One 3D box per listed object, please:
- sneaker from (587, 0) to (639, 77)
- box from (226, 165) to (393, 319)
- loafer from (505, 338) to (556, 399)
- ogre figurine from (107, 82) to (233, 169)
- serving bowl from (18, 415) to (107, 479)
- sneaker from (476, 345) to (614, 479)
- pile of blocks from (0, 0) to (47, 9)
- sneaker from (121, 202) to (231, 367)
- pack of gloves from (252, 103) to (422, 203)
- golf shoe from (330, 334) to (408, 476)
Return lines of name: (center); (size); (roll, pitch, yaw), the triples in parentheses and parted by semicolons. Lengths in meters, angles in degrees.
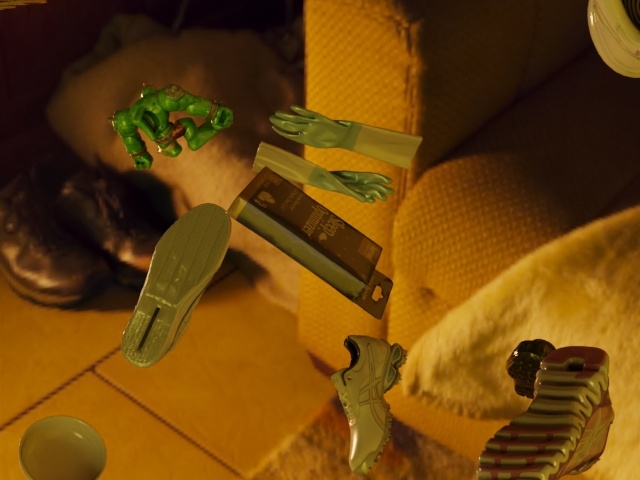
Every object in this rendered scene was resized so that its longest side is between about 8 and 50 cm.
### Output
sneaker: (0.277, -0.295, 0.918); (0.114, 0.305, 0.152); (-14, 8, 8)
box: (0.000, 0.000, 1.306); (0.225, 0.036, 0.136); (36, 22, -2)
loafer: (0.328, 0.185, 1.621); (0.076, 0.223, 0.078); (13, 72, 17)
ogre figurine: (-0.245, -0.185, 1.669); (0.197, 0.118, 0.097); (-4, 57, 38)
serving bowl: (-0.248, 0.209, 1.008); (0.083, 0.027, 0.083); (15, 44, -15)
sneaker: (0.256, 0.221, 1.139); (0.095, 0.105, 0.236); (0, 34, 42)
pile of blocks: (-0.368, -0.306, 1.123); (0.362, 0.113, 0.149); (3, 11, 42)
sneaker: (-0.209, 0.061, 1.528); (0.094, 0.258, 0.091); (31, 0, 2)
pack of gloves: (0.019, -0.118, 1.629); (0.232, 0.195, 0.046); (14, 59, -6)
golf shoe: (0.045, 0.195, 1.273); (0.086, 0.069, 0.176); (23, 55, -15)
